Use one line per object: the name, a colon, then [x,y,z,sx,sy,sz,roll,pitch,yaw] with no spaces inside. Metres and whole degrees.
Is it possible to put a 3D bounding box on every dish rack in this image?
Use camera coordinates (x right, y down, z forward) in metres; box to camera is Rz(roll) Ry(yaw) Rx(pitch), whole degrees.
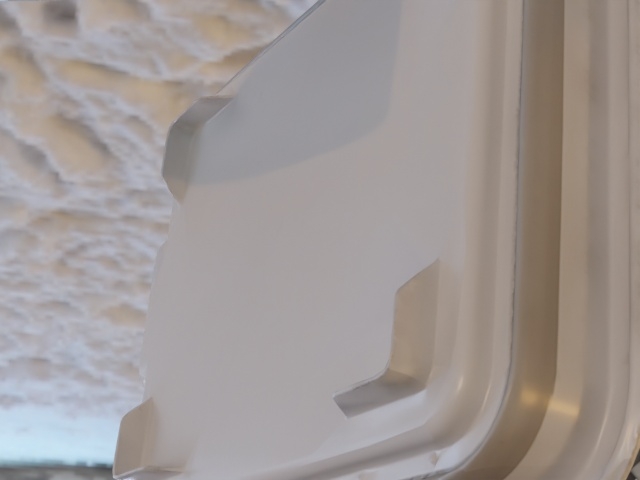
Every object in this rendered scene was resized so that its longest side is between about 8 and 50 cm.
dish rack: [0.000,0.000,0.542,0.072,0.285,0.333,17,154,-26]

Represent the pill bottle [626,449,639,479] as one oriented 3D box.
pill bottle: [0.202,0.247,1.002,0.361,0.204,0.204,-45,141,18]
